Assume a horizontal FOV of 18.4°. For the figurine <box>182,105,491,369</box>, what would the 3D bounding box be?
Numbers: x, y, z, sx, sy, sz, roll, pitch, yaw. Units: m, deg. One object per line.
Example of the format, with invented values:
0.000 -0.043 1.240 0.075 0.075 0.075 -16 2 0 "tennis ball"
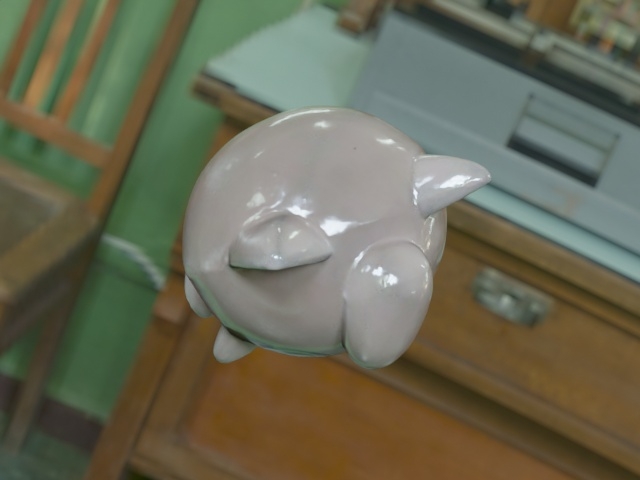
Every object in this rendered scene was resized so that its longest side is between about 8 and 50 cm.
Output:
0.000 0.000 0.896 0.125 0.125 0.138 14 -11 -25 "figurine"
